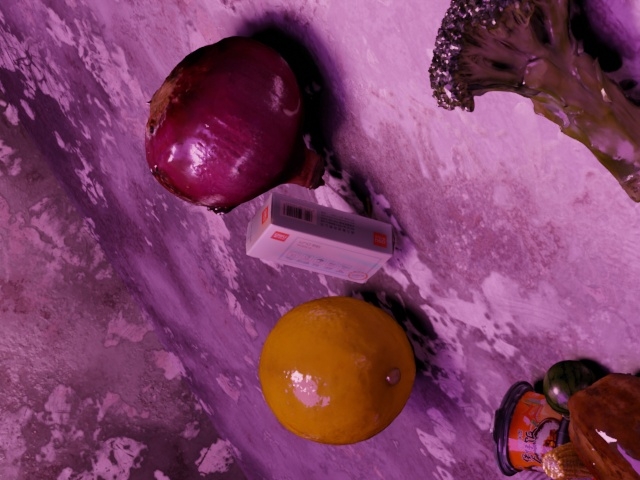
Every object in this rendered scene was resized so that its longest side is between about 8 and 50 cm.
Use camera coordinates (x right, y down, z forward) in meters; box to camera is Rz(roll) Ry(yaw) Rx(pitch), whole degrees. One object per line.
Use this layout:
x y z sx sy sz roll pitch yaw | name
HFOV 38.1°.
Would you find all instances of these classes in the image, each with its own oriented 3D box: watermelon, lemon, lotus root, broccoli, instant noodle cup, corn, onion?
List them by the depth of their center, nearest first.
0.299 -0.195 1.232 0.252 0.221 0.361 -25 103 25 | broccoli
0.533 0.337 1.459 0.291 0.193 0.193 45 153 37 | lotus root
0.435 0.259 1.598 0.109 0.109 0.109 37 148 28 | watermelon
0.463 0.375 1.598 0.067 0.206 0.067 1 91 54 | corn
0.409 0.354 1.691 0.126 0.208 0.177 7 97 36 | instant noodle cup
-0.137 -0.200 1.782 0.385 0.347 0.348 26 163 -27 | onion
0.038 0.277 1.986 0.348 0.348 0.348 37 148 28 | lemon

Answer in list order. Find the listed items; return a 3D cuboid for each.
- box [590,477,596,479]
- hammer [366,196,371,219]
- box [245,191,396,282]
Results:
0.598 0.620 1.593 0.348 0.257 0.318 58 153 -9 | box
0.101 -0.036 1.867 0.029 0.014 0.123 21 136 32 | hammer
0.000 0.000 1.810 0.269 0.079 0.135 14 147 -20 | box
